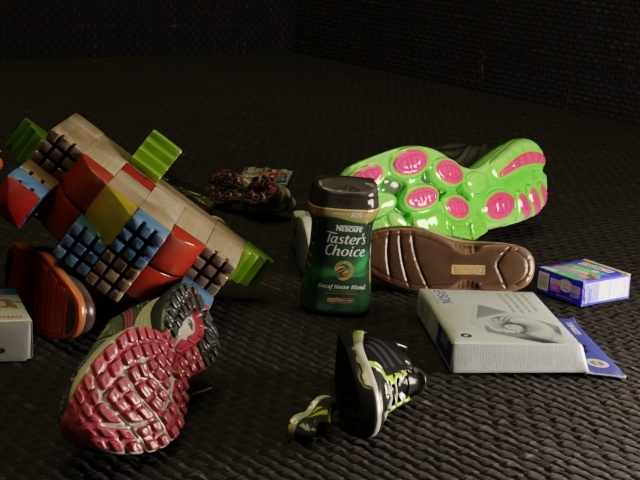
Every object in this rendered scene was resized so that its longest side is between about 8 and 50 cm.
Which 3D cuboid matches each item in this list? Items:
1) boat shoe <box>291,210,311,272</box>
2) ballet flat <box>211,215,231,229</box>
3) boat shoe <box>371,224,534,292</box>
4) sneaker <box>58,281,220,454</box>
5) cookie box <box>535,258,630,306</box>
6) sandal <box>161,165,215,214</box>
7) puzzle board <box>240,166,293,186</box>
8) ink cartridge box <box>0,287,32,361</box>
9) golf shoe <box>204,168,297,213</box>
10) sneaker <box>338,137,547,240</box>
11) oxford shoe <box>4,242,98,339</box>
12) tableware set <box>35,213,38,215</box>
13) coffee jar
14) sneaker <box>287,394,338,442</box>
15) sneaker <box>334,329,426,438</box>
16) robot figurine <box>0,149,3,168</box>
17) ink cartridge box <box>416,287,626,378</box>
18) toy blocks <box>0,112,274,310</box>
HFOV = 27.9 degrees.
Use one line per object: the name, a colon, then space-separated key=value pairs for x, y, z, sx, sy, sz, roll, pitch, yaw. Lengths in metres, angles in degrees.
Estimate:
boat shoe: x=0.000 y=0.000 z=1.960 sx=0.076 sy=0.080 sz=0.228 roll=1 pitch=8 yaw=-6
ballet flat: x=-0.161 y=-0.013 z=1.993 sx=0.058 sy=0.049 sz=0.173 roll=4 pitch=15 yaw=-7
boat shoe: x=0.176 y=0.034 z=1.875 sx=0.258 sy=0.095 sz=0.095 roll=10 pitch=1 yaw=-2
sneaker: x=-0.195 y=0.143 z=1.323 sx=0.112 sy=0.120 sz=0.299 roll=-22 pitch=9 yaw=17
cookie box: x=0.387 y=0.061 z=1.898 sx=0.107 sy=0.040 sz=0.092 roll=-7 pitch=18 yaw=-38
sandal: x=-0.269 y=-0.086 z=2.235 sx=0.219 sy=0.060 sz=0.090 roll=31 pitch=33 yaw=29
puzzle board: x=-0.106 y=-0.127 z=2.511 sx=0.097 sy=0.011 sz=0.128 roll=6 pitch=14 yaw=3
ink cartridge box: x=-0.390 y=0.098 z=1.505 sx=0.089 sy=0.052 sz=0.122 roll=-1 pitch=17 yaw=-23
golf shoe: x=-0.124 y=-0.075 z=2.239 sx=0.186 sy=0.067 sz=0.086 roll=12 pitch=-15 yaw=43
sneaker: x=0.187 y=-0.071 z=2.163 sx=0.202 sy=0.185 sz=0.483 roll=-6 pitch=0 yaw=44
oxford shoe: x=-0.316 y=0.056 z=1.610 sx=0.098 sy=0.096 sz=0.271 roll=3 pitch=14 yaw=-28
tableware set: x=-0.400 y=-0.059 z=2.150 sx=0.169 sy=0.020 sz=0.141 roll=2 pitch=15 yaw=-12
coffee jar: x=0.026 y=0.004 z=1.725 sx=0.096 sy=0.184 sz=0.079 roll=3 pitch=15 yaw=-5
sneaker: x=-0.002 y=0.189 z=1.336 sx=0.035 sy=0.031 sz=0.083 roll=20 pitch=29 yaw=26
sneaker: x=0.070 y=0.146 z=1.402 sx=0.097 sy=0.084 sz=0.234 roll=5 pitch=15 yaw=-3
robot figurine: x=-0.649 y=-0.158 z=2.235 sx=0.158 sy=0.128 sz=0.219 roll=-16 pitch=7 yaw=21
ink cartridge box: x=0.253 y=0.114 z=1.650 sx=0.224 sy=0.045 sz=0.223 roll=3 pitch=15 yaw=-8
toy blocks: x=-0.246 y=-0.017 z=1.617 sx=0.381 sy=0.190 sz=0.261 roll=37 pitch=12 yaw=-7
